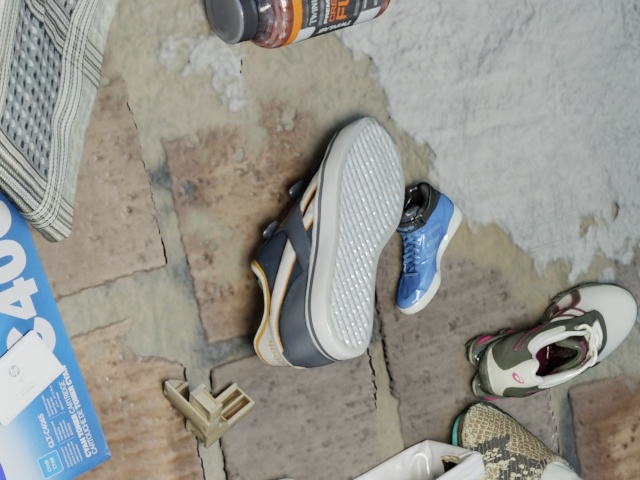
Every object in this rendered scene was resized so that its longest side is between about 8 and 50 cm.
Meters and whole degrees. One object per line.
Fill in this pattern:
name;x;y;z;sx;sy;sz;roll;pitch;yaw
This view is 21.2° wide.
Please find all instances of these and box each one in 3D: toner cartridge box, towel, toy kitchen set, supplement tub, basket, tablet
toner cartridge box;-0.341;0.088;1.667;0.165;0.075;0.347;-26;105;-30
towel;-0.260;-0.198;1.586;0.312;0.056;0.324;61;34;-62
toy kitchen set;-0.118;0.162;1.828;0.068;0.083;0.075;42;61;18
supplement tub;-0.025;-0.269;1.857;0.198;0.106;0.106;-22;103;-32
basket;0.105;0.314;1.951;0.167;0.113;0.103;-27;108;-30
tablet;-0.292;0.133;1.651;0.083;0.006;0.054;-46;114;-26

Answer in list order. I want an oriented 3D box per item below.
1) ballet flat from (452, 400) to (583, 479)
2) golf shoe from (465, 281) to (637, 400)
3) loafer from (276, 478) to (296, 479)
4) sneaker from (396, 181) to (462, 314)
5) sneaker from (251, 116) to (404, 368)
ballet flat;0.300;0.414;2.041;0.164;0.182;0.482;-27;106;-54
golf shoe;0.307;0.129;2.083;0.273;0.120;0.105;-24;102;-33
loafer;-0.072;0.307;1.881;0.125;0.039;0.045;-35;76;-32
sneaker;0.106;0.004;1.977;0.084;0.058;0.152;39;66;-34
sneaker;0.000;0.000;1.880;0.126;0.127;0.321;47;42;-32
